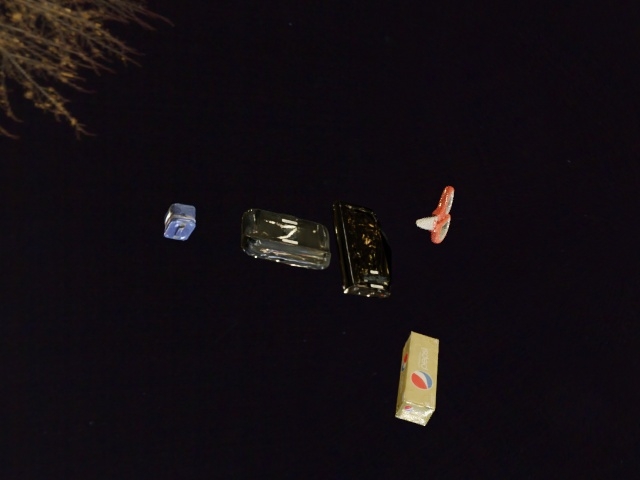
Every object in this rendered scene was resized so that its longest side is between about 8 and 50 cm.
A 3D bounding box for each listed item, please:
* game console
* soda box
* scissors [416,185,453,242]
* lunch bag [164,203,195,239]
[{"bbox_3d":[0.000,0.000,1.271,0.044,0.362,0.213,-43,-135,44],"label":"game console"},{"bbox_3d":[0.194,0.271,1.212,0.062,0.181,0.058,17,-51,1],"label":"soda box"},{"bbox_3d":[0.203,-0.022,1.094,0.021,0.297,0.108,15,-68,17],"label":"scissors"},{"bbox_3d":[-0.357,-0.045,1.553,0.098,0.067,0.065,-47,-137,50],"label":"lunch bag"}]
